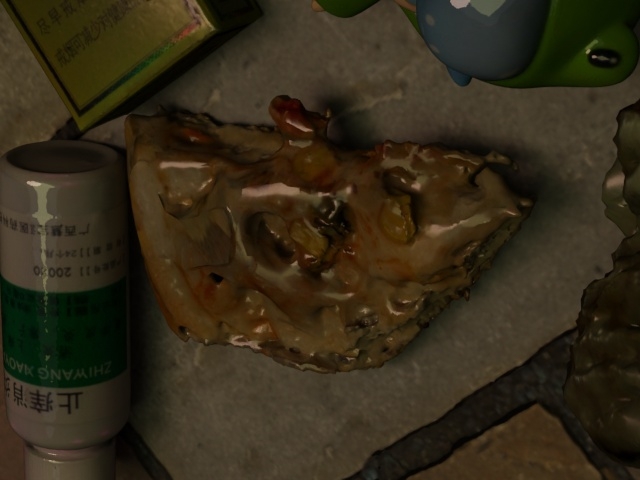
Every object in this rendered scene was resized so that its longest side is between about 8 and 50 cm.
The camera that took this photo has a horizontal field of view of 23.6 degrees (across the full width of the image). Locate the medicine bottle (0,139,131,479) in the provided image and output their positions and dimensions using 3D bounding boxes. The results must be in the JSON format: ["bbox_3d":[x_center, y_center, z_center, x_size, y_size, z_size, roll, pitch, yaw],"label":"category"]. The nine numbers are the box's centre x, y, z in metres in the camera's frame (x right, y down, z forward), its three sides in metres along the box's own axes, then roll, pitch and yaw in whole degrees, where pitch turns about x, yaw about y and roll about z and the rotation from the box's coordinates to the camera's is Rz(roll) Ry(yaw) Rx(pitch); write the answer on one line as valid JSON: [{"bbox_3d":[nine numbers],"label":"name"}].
[{"bbox_3d":[-0.181,0.062,1.098,0.095,0.095,0.260,12,114,26],"label":"medicine bottle"}]

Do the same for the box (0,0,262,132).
[{"bbox_3d":[-0.155,-0.201,1.005,0.141,0.064,0.220,-30,90,35],"label":"box"}]

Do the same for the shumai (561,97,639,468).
[{"bbox_3d":[0.246,0.018,0.816,0.255,0.189,0.218,-17,81,48],"label":"shumai"}]

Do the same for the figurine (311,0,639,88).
[{"bbox_3d":[0.071,-0.173,0.851,0.263,0.143,0.162,24,111,39],"label":"figurine"}]

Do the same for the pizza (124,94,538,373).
[{"bbox_3d":[0.000,0.000,0.986,0.296,0.071,0.189,6,110,27],"label":"pizza"}]
